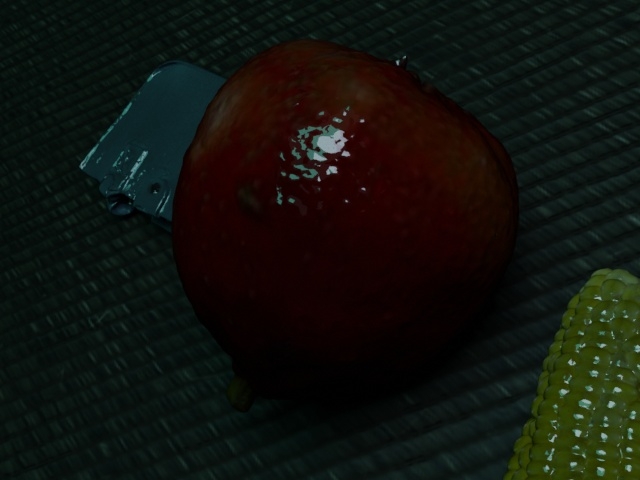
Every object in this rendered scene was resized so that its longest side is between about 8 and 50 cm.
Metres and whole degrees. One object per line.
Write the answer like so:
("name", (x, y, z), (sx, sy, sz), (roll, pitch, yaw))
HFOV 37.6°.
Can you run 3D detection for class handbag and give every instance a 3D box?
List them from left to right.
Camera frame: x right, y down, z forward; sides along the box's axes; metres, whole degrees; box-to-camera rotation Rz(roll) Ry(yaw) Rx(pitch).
("handbag", (-0.125, -0.080, 0.953), (0.229, 0.062, 0.179), (28, 76, 35))

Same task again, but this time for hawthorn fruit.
("hawthorn fruit", (0.000, 0.000, 0.740), (0.265, 0.265, 0.307), (46, 108, 37))

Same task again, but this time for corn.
("corn", (0.179, 0.183, 0.614), (0.130, 0.130, 0.347), (7, 61, 28))
